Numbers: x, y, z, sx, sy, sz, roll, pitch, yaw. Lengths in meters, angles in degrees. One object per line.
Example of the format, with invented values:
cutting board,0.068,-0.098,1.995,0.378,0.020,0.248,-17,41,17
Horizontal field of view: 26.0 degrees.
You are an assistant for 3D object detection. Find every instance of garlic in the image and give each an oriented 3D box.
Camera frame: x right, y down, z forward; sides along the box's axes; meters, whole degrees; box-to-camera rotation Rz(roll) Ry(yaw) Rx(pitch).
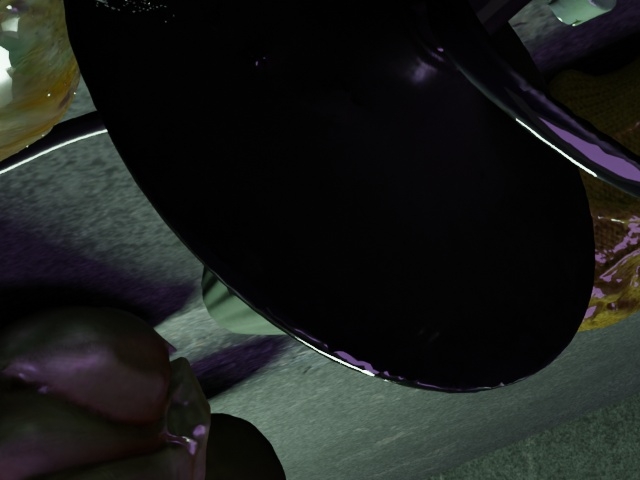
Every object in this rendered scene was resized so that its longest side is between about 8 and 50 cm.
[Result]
garlic,-0.187,0.186,0.992,0.132,0.279,0.325,-2,179,23

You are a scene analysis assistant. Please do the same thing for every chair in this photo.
chair,0.125,-0.147,0.350,0.226,0.227,0.401,-5,152,-44

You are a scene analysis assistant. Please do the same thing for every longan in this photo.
longan,-0.131,0.263,1.361,0.212,0.198,0.198,-11,166,14

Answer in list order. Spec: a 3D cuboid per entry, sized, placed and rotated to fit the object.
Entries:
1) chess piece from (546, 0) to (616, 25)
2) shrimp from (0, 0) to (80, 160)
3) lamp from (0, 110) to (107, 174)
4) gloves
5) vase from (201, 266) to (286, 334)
chess piece,0.164,-0.149,0.710,0.103,0.067,0.067,-25,165,40
shrimp,-0.163,-0.080,0.494,0.168,0.077,0.317,-13,164,-18
lamp,-0.100,-0.025,0.662,0.371,0.109,0.130,-24,173,1
gloves,0.178,-0.014,0.971,0.356,0.155,0.203,-29,161,23
vase,0.000,0.000,0.866,0.128,0.128,0.248,-11,169,-32
